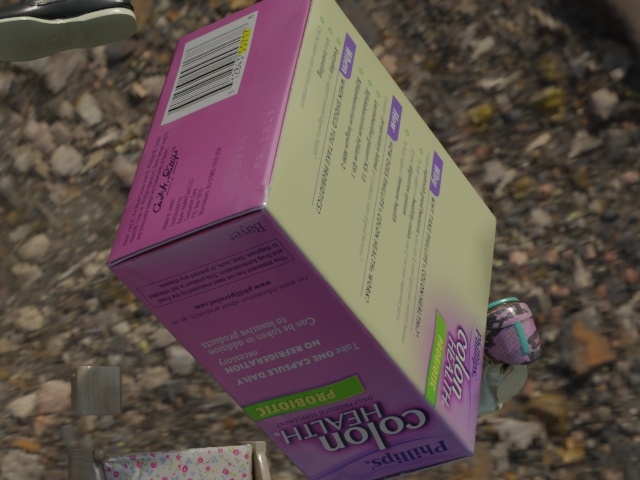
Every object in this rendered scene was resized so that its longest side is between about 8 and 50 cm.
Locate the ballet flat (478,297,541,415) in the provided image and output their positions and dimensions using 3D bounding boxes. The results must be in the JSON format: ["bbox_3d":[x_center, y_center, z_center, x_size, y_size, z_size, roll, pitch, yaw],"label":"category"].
[{"bbox_3d":[0.156,0.121,1.542,0.077,0.221,0.079,-13,74,-16],"label":"ballet flat"}]

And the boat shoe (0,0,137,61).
[{"bbox_3d":[-0.208,-0.168,1.236,0.133,0.049,0.042,-12,62,-16],"label":"boat shoe"}]

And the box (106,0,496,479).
[{"bbox_3d":[0.000,0.000,1.045,0.243,0.117,0.214,49,34,-33],"label":"box"}]

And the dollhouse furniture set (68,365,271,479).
[{"bbox_3d":[-0.063,0.290,1.534,0.303,0.174,0.356,1,83,-32],"label":"dollhouse furniture set"}]
